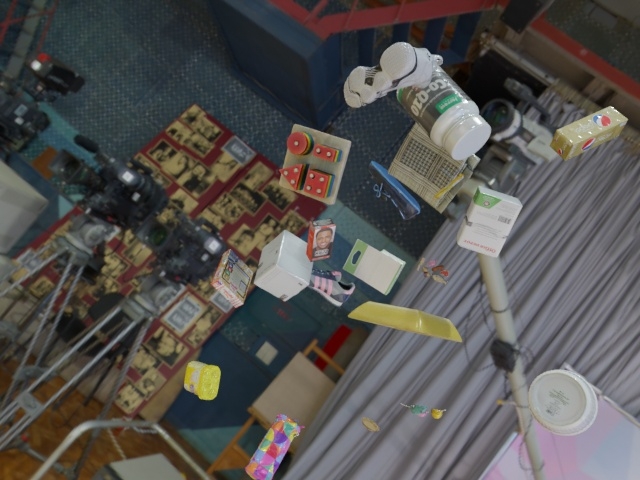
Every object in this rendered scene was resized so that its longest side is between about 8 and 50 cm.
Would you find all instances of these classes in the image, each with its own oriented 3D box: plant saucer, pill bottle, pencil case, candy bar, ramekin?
[{"bbox_3d":[0.330,0.305,2.036,0.333,0.080,0.333,5,-10,42],"label":"plant saucer"},{"bbox_3d":[0.204,0.765,2.204,0.083,0.015,0.083,30,9,-5],"label":"plant saucer"},{"bbox_3d":[0.463,-0.486,2.005,0.361,0.204,0.204,57,3,28],"label":"pill bottle"},{"bbox_3d":[-0.158,0.712,1.828,0.104,0.236,0.104,28,-29,17],"label":"pencil case"},{"bbox_3d":[0.524,-0.218,2.182,0.040,0.161,0.018,-5,58,-53],"label":"candy bar"},{"bbox_3d":[0.762,0.509,1.691,0.207,0.207,0.109,35,-1,37],"label":"ramekin"}]

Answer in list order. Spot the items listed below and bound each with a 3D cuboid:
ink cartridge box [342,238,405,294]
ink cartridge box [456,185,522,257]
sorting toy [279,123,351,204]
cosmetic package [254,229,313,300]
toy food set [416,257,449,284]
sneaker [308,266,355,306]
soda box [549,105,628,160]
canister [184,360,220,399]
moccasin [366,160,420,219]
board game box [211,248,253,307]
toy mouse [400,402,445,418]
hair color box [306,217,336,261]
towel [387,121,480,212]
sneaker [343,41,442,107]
[{"bbox_3d":[0.242,0.115,2.412,0.235,0.171,0.056,32,22,16],"label":"ink cartridge box"},{"bbox_3d":[0.617,-0.069,1.965,0.160,0.219,0.092,19,25,2],"label":"ink cartridge box"},{"bbox_3d":[-0.041,-0.297,2.074,0.256,0.257,0.089,22,18,24],"label":"sorting toy"},{"bbox_3d":[-0.131,0.094,1.978,0.151,0.151,0.183,33,41,-22],"label":"cosmetic package"},{"bbox_3d":[0.423,0.112,1.970,0.122,0.077,0.019,23,21,1],"label":"toy food set"},{"bbox_3d":[0.014,0.160,2.329,0.319,0.131,0.112,36,18,-29],"label":"sneaker"},{"bbox_3d":[0.673,-0.270,1.339,0.061,0.181,0.058,57,-17,31],"label":"soda box"},{"bbox_3d":[-0.460,0.536,2.058,0.073,0.126,0.170,14,-11,-35],"label":"canister"},{"bbox_3d":[0.331,-0.227,2.549,0.342,0.117,0.137,47,24,-7],"label":"moccasin"},{"bbox_3d":[-0.343,0.147,2.095,0.146,0.045,0.193,50,27,-24],"label":"board game box"},{"bbox_3d":[0.346,0.591,1.840,0.143,0.031,0.161,9,-20,5],"label":"toy mouse"},{"bbox_3d":[0.000,0.000,1.666,0.141,0.072,0.043,97,-26,-43],"label":"hair color box"},{"bbox_3d":[0.473,-0.316,2.274,0.324,0.312,0.056,39,38,14],"label":"towel"},{"bbox_3d":[0.254,-0.569,1.879,0.366,0.210,0.137,-20,-99,54],"label":"sneaker"}]
